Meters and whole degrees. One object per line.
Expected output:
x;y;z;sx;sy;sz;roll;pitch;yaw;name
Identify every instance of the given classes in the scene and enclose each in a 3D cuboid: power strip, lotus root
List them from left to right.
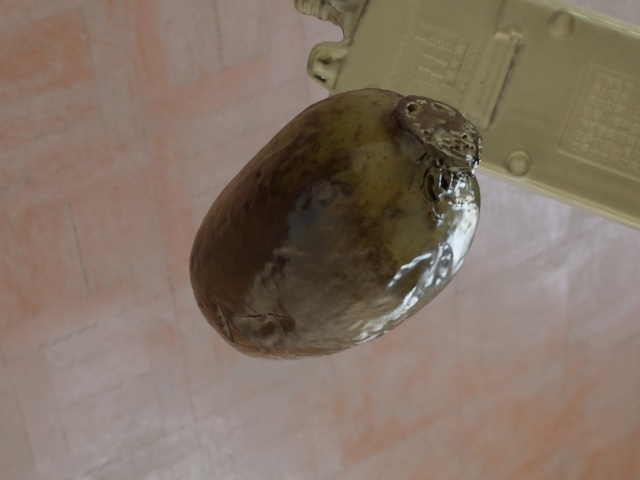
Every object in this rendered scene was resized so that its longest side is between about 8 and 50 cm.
0.000;0.000;0.513;0.080;0.089;0.179;-18;169;-38;lotus root
0.140;-0.065;0.663;0.058;0.338;0.098;-24;134;-77;power strip
